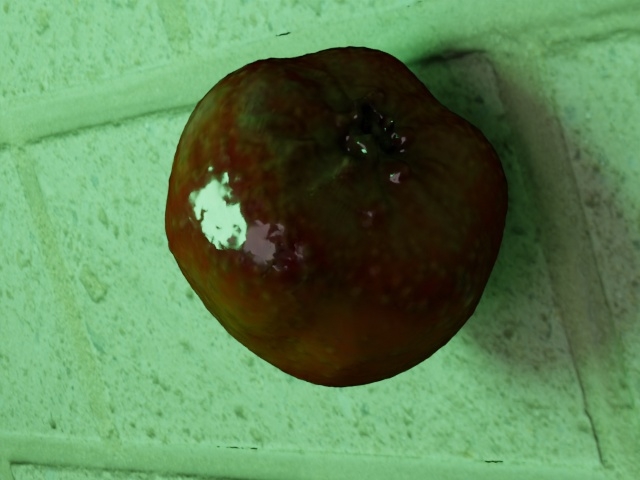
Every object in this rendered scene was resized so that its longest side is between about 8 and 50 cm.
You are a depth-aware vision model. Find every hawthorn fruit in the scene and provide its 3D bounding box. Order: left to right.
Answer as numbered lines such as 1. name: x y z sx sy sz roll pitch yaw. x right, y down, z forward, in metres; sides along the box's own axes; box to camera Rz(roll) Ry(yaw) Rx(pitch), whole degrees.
1. hawthorn fruit: 0.000 0.000 1.631 0.287 0.287 0.330 53 148 19
